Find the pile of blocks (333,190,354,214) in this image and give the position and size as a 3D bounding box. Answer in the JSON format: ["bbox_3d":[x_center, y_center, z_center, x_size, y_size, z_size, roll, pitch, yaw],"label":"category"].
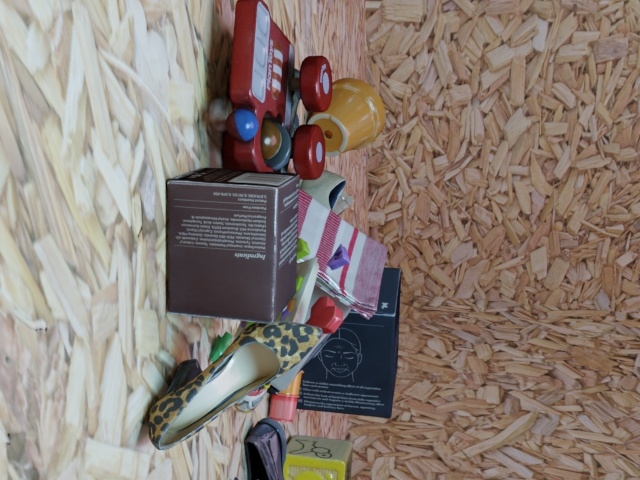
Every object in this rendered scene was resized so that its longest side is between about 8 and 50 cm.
[{"bbox_3d":[0.000,-0.103,2.235,0.113,0.149,0.362,51,0,0],"label":"pile of blocks"}]

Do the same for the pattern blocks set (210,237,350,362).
[{"bbox_3d":[-0.075,0.109,1.318,0.026,0.324,0.285,39,37,-26],"label":"pattern blocks set"}]

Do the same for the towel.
[{"bbox_3d":[0.000,0.000,1.634,0.037,0.329,0.237,-46,-163,34],"label":"towel"}]

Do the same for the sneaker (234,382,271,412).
[{"bbox_3d":[-0.138,0.266,1.583,0.225,0.088,0.093,-66,179,-64],"label":"sneaker"}]

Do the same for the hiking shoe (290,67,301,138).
[{"bbox_3d":[-0.094,-0.239,1.553,0.114,0.086,0.227,-54,165,-41],"label":"hiking shoe"}]

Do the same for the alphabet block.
[{"bbox_3d":[-0.015,0.671,2.152,0.197,0.192,0.194,-8,101,-80],"label":"alphabet block"}]

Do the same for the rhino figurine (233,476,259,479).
[{"bbox_3d":[-0.153,0.574,1.609,0.106,0.073,0.243,-71,162,-45],"label":"rhino figurine"}]

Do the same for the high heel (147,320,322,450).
[{"bbox_3d":[-0.119,0.210,1.094,0.093,0.261,0.186,61,19,-21],"label":"high heel"}]

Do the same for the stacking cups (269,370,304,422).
[{"bbox_3d":[-0.069,0.292,1.922,0.096,0.096,0.316,42,53,-79],"label":"stacking cups"}]

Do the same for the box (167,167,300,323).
[{"bbox_3d":[-0.129,0.001,1.176,0.168,0.167,0.203,-50,143,-76],"label":"box"}]

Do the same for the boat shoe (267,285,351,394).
[{"bbox_3d":[-0.031,0.186,1.759,0.340,0.127,0.158,-51,179,6],"label":"boat shoe"}]

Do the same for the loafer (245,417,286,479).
[{"bbox_3d":[-0.129,0.555,1.729,0.095,0.109,0.303,-22,112,-59],"label":"loafer"}]

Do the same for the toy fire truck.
[{"bbox_3d":[-0.098,-0.226,1.304,0.254,0.169,0.302,26,68,-71],"label":"toy fire truck"}]

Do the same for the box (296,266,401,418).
[{"bbox_3d":[0.070,0.282,2.171,0.212,0.293,0.396,-74,166,-53],"label":"box"}]

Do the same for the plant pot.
[{"bbox_3d":[0.055,-0.331,2.167,0.188,0.205,0.205,-48,145,-49],"label":"plant pot"}]

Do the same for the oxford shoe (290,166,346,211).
[{"bbox_3d":[-0.033,-0.010,1.819,0.140,0.146,0.397,81,20,-64],"label":"oxford shoe"}]
